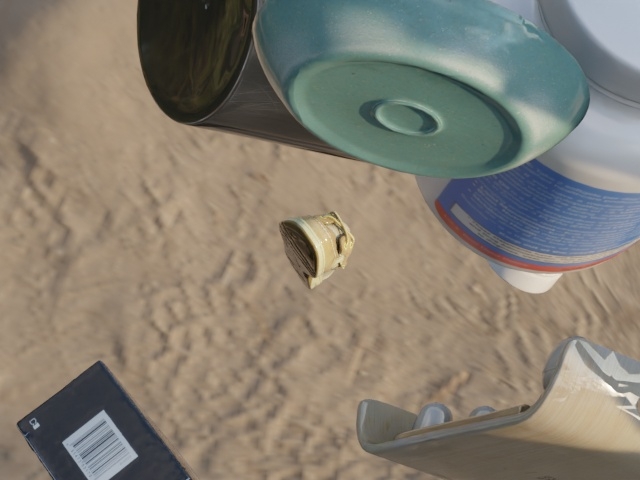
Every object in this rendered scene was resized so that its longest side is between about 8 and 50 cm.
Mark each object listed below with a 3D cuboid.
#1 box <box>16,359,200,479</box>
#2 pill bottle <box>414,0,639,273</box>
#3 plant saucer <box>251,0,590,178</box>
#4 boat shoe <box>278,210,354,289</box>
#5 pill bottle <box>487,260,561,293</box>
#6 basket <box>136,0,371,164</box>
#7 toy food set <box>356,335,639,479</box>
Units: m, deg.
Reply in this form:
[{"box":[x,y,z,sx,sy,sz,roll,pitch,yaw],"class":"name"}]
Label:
[{"box":[-0.152,0.209,1.576,0.093,0.158,0.156,-38,52,-7],"class":"box"},{"box":[0.111,-0.068,0.745,0.124,0.221,0.124,2,77,-7],"class":"pill bottle"},{"box":[0.032,-0.050,0.649,0.119,0.119,0.021,10,67,14],"class":"plant saucer"},{"box":[0.000,0.000,1.376,0.045,0.135,0.050,-33,85,-7],"class":"boat shoe"},{"box":[0.233,-0.042,1.765,0.108,0.108,0.193,45,128,15],"class":"pill bottle"},{"box":[0.026,-0.121,1.057,0.204,0.227,0.154,-49,50,41],"class":"basket"},{"box":[0.196,0.152,1.531,0.220,0.306,0.092,22,69,-23],"class":"toy food set"}]
